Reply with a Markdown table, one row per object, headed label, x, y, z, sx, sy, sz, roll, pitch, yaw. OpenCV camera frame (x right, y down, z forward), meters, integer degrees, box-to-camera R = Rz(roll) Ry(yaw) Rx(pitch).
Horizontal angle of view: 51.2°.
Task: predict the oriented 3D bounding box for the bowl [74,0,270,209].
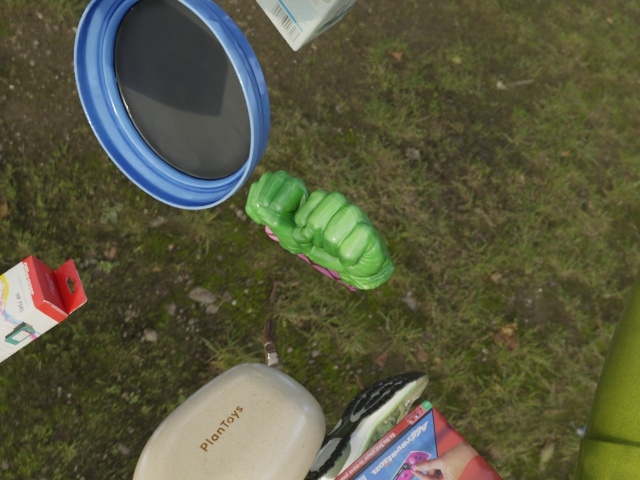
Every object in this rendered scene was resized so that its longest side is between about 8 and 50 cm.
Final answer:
| label | x | y | z | sx | sy | sz | roll | pitch | yaw |
| --- | --- | --- | --- | --- | --- | --- | --- | --- | --- |
| bowl | -0.252 | -0.244 | 1.142 | 0.391 | 0.391 | 0.077 | 44 | 44 | 4 |

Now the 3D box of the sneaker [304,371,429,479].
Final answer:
| label | x | y | z | sx | sy | sz | roll | pitch | yaw |
| --- | --- | --- | --- | --- | --- | --- | --- | --- | --- |
| sneaker | 0.128 | 0.470 | 1.541 | 0.410 | 0.158 | 0.182 | -41 | 103 | -27 |

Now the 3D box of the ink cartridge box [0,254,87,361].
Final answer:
| label | x | y | z | sx | sy | sz | roll | pitch | yaw |
| --- | --- | --- | --- | --- | --- | --- | --- | --- | --- |
| ink cartridge box | -0.595 | 0.127 | 1.331 | 0.231 | 0.078 | 0.134 | -35 | 54 | -1 |

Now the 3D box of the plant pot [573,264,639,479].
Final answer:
| label | x | y | z | sx | sy | sz | roll | pitch | yaw |
| --- | --- | --- | --- | --- | --- | --- | --- | --- | --- |
| plant pot | 0.517 | 0.173 | 0.826 | 0.366 | 0.366 | 0.353 | 16 | 76 | -17 |

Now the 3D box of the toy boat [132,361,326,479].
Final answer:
| label | x | y | z | sx | sy | sz | roll | pitch | yaw |
| --- | --- | --- | --- | --- | --- | --- | --- | --- | --- |
| toy boat | -0.068 | 0.309 | 0.795 | 0.318 | 0.148 | 0.267 | 32 | 56 | 31 |

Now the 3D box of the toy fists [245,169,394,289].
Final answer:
| label | x | y | z | sx | sy | sz | roll | pitch | yaw |
| --- | --- | --- | --- | --- | --- | --- | --- | --- | --- |
| toy fists | -0.013 | -0.023 | 1.024 | 0.096 | 0.142 | 0.279 | -44 | 42 | -17 |

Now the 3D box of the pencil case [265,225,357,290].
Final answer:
| label | x | y | z | sx | sy | sz | roll | pitch | yaw |
| --- | --- | --- | --- | --- | --- | --- | --- | --- | --- |
| pencil case | 0.000 | 0.000 | 1.212 | 0.209 | 0.098 | 0.095 | 32 | 36 | 13 |

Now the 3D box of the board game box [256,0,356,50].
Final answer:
| label | x | y | z | sx | sy | sz | roll | pitch | yaw |
| --- | --- | --- | --- | --- | --- | --- | --- | --- | --- |
| board game box | -0.001 | -0.357 | 0.615 | 0.097 | 0.303 | 0.224 | -41 | 96 | -30 |

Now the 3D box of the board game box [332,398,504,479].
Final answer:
| label | x | y | z | sx | sy | sz | roll | pitch | yaw |
| --- | --- | --- | --- | --- | --- | --- | --- | --- | --- |
| board game box | 0.052 | 0.287 | 0.620 | 0.281 | 0.027 | 0.145 | -33 | 66 | -28 |

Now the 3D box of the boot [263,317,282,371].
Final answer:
| label | x | y | z | sx | sy | sz | roll | pitch | yaw |
| --- | --- | --- | --- | --- | --- | --- | --- | --- | --- |
| boot | -0.108 | 0.241 | 1.488 | 0.037 | 0.107 | 0.114 | -5 | 21 | -6 |
